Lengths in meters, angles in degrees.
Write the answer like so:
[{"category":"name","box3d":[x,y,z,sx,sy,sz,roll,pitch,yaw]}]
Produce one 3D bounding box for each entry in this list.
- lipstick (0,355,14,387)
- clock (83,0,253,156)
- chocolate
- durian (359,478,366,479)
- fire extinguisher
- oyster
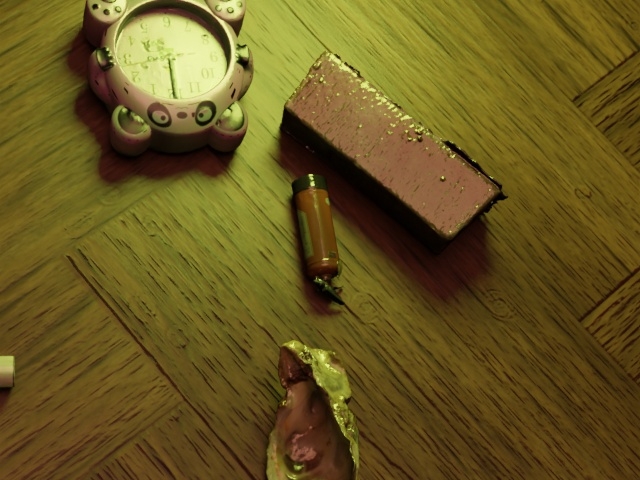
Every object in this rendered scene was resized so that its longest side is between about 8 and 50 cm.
[{"category":"lipstick","box3d":[-0.442,0.160,1.672,0.141,0.040,0.040,1,65,-12]},{"category":"clock","box3d":[-0.204,-0.237,1.889,0.227,0.090,0.248,-4,68,-15]},{"category":"chocolate","box3d":[0.092,-0.111,1.891,0.321,0.112,0.112,39,71,6]},{"category":"durian","box3d":[0.086,0.384,1.663,0.137,0.095,0.221,-7,70,-17]},{"category":"fire extinguisher","box3d":[0.000,0.000,1.848,0.062,0.050,0.177,17,56,-49]},{"category":"oyster","box3d":[-0.001,0.240,1.697,0.107,0.161,0.233,23,52,-52]}]
